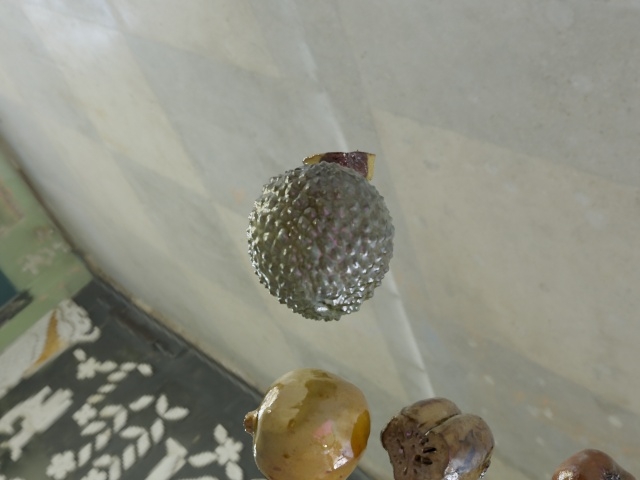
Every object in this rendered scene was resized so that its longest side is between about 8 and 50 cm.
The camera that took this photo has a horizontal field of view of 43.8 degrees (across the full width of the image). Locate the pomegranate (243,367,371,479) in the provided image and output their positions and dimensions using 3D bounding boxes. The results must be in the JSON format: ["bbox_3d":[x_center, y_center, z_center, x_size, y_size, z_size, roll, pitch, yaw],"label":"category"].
[{"bbox_3d":[-0.017,0.345,1.438,0.233,0.233,0.233,39,157,20],"label":"pomegranate"}]

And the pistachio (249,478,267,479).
[{"bbox_3d":[-0.117,0.604,1.701,0.215,0.144,0.144,57,157,-10],"label":"pistachio"}]

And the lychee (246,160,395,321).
[{"bbox_3d":[0.000,0.000,1.351,0.255,0.274,0.255,3,130,3],"label":"lychee"}]

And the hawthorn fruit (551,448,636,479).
[{"bbox_3d":[0.613,0.604,1.846,0.199,0.199,0.251,42,139,11],"label":"hawthorn fruit"}]

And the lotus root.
[{"bbox_3d":[0.233,0.385,1.507,0.193,0.193,0.291,35,-171,27],"label":"lotus root"}]

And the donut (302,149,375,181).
[{"bbox_3d":[0.049,-0.169,1.908,0.166,0.184,0.073,-10,86,26],"label":"donut"}]
